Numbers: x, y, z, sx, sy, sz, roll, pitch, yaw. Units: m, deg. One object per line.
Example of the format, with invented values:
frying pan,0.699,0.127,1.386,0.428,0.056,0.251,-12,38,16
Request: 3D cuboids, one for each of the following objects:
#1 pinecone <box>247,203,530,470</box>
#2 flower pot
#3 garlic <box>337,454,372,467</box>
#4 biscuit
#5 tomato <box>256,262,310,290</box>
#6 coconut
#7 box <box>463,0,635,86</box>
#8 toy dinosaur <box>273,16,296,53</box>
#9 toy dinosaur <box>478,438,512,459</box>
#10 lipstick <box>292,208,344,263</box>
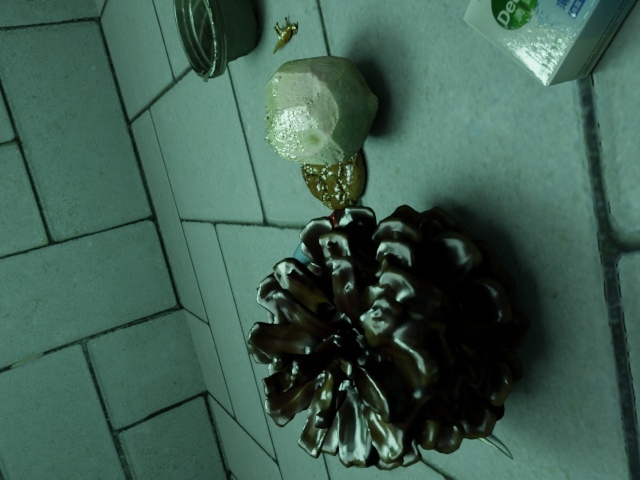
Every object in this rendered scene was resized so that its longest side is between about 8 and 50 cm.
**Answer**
pinecone,0.074,0.143,0.785,0.397,0.397,0.398,41,140,46
flower pot,-0.227,-0.489,1.203,0.235,0.140,0.236,44,145,44
garlic,0.103,0.435,1.231,0.148,0.128,0.267,49,137,17
biscuit,0.012,-0.161,1.066,0.226,0.042,0.226,39,139,45
tomato,-0.021,0.135,1.184,0.180,0.155,0.214,29,160,51
coconut,0.006,-0.217,0.891,0.194,0.194,0.195,41,140,46
box,0.241,-0.273,0.518,0.139,0.073,0.194,55,149,29
toy dinosaur,-0.082,-0.419,1.093,0.113,0.026,0.041,-19,106,55
toy dinosaur,0.248,0.305,0.917,0.180,0.037,0.058,47,169,52
lipstick,0.000,0.000,1.155,0.274,0.068,0.061,130,159,-63
